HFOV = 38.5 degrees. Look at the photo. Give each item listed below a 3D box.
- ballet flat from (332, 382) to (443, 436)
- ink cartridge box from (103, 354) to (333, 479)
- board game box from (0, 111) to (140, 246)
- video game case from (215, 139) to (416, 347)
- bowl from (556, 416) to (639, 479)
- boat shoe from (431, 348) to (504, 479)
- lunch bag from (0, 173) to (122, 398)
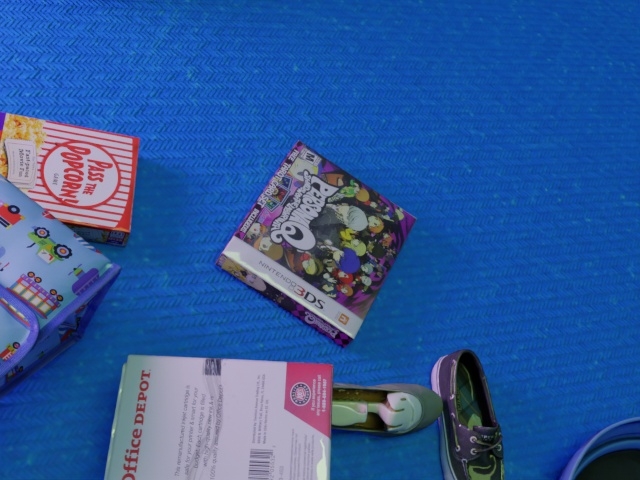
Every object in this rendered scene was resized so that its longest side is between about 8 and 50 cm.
[{"bbox_3d":[0.064,0.217,1.152,0.213,0.068,0.072,7,96,-16],"label":"ballet flat"},{"bbox_3d":[-0.106,0.228,1.022,0.237,0.100,0.172,2,58,0],"label":"ink cartridge box"},{"bbox_3d":[-0.336,-0.079,1.171,0.193,0.045,0.147,9,60,-18],"label":"board game box"},{"bbox_3d":[0.000,0.000,1.267,0.210,0.042,0.232,34,55,-3],"label":"video game case"},{"bbox_3d":[0.465,0.429,1.201,0.391,0.077,0.391,10,59,-17],"label":"bowl"},{"bbox_3d":[0.203,0.249,1.192,0.080,0.076,0.229,4,61,-20],"label":"boat shoe"},{"bbox_3d":[-0.392,0.067,0.956,0.221,0.138,0.293,38,33,1],"label":"lunch bag"}]
